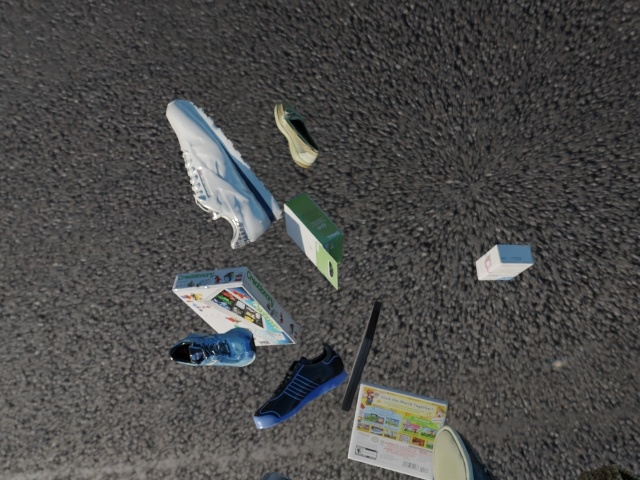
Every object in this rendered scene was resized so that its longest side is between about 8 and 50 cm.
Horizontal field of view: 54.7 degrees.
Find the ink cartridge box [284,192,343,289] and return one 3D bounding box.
[{"bbox_3d":[0.000,0.000,1.417,0.062,0.109,0.209,-29,57,-21],"label":"ink cartridge box"}]

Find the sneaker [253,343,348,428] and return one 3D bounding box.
[{"bbox_3d":[-0.055,0.314,1.347,0.232,0.081,0.090,-29,96,-19],"label":"sneaker"}]

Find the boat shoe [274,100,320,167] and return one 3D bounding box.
[{"bbox_3d":[-0.041,-0.206,1.148,0.048,0.056,0.153,-43,53,35],"label":"boat shoe"}]

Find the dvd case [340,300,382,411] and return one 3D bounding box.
[{"bbox_3d":[0.097,0.259,1.430,0.022,0.253,0.180,18,105,6],"label":"dvd case"}]

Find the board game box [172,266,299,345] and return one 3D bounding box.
[{"bbox_3d":[-0.201,0.173,1.533,0.192,0.305,0.053,-7,53,22],"label":"board game box"}]

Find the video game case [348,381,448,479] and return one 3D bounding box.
[{"bbox_3d":[0.198,0.489,1.594,0.226,0.026,0.206,11,95,14],"label":"video game case"}]

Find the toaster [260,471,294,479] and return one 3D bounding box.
[{"bbox_3d":[-0.134,0.810,1.889,0.227,0.146,0.129,17,118,19],"label":"toaster"}]

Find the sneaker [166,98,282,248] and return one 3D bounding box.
[{"bbox_3d":[-0.158,-0.100,0.911,0.095,0.090,0.235,-38,97,-6],"label":"sneaker"}]

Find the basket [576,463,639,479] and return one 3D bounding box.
[{"bbox_3d":[0.796,0.665,1.547,0.223,0.299,0.214,-25,58,27],"label":"basket"}]

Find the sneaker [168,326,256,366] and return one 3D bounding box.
[{"bbox_3d":[-0.173,0.179,0.984,0.162,0.073,0.063,-12,90,29],"label":"sneaker"}]

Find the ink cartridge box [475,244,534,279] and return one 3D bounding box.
[{"bbox_3d":[0.446,0.054,1.503,0.088,0.122,0.052,1,69,-12],"label":"ink cartridge box"}]

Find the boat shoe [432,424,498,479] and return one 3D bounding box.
[{"bbox_3d":[0.339,0.546,1.301,0.113,0.340,0.127,14,118,-22],"label":"boat shoe"}]
